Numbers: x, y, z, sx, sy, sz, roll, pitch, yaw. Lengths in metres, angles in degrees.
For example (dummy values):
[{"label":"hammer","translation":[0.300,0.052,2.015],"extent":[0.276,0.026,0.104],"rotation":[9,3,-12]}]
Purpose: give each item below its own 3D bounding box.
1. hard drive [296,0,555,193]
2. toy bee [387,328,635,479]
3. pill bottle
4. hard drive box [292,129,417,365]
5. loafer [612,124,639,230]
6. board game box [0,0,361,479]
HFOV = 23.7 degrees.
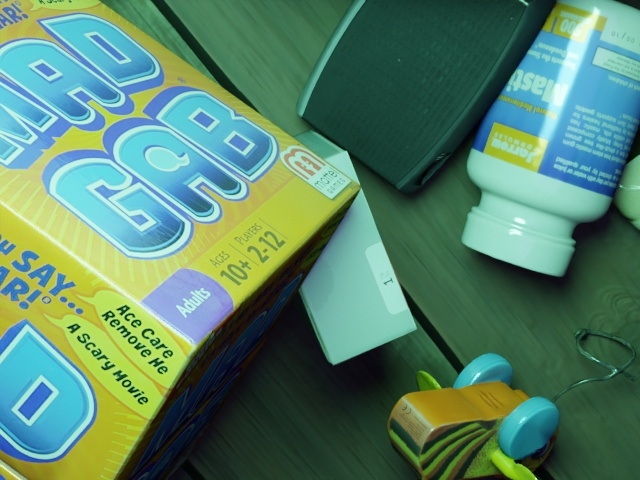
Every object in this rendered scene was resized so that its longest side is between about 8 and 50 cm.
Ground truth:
[{"label":"hard drive","translation":[0.094,-0.180,1.486],"extent":[0.172,0.054,0.255],"rotation":[37,116,4]},{"label":"toy bee","translation":[0.192,0.209,1.575],"extent":[0.298,0.195,0.162],"rotation":[2,124,-19]},{"label":"pill bottle","translation":[0.236,-0.108,1.529],"extent":[0.152,0.152,0.272],"rotation":[18,96,-10]},{"label":"hard drive box","translation":[0.000,0.000,1.474],"extent":[0.089,0.232,0.181],"rotation":[-23,102,-4]},{"label":"loafer","translation":[0.378,-0.138,1.571],"extent":[0.092,0.102,0.268],"rotation":[28,95,-17]},{"label":"board game box","translation":[-0.248,0.041,1.246],"extent":[0.356,0.356,0.356],"rotation":[36,118,5]}]
